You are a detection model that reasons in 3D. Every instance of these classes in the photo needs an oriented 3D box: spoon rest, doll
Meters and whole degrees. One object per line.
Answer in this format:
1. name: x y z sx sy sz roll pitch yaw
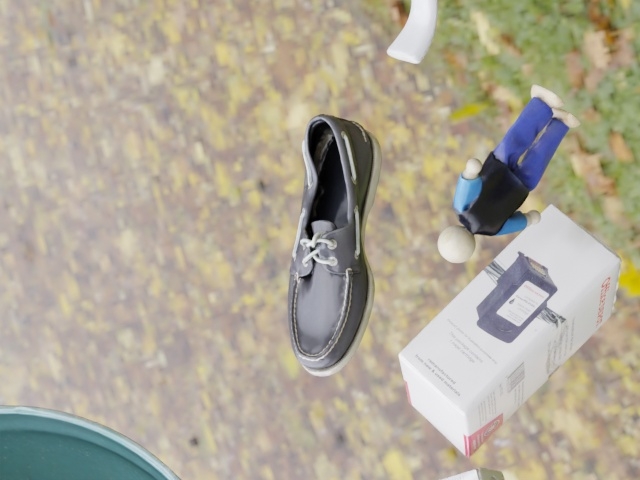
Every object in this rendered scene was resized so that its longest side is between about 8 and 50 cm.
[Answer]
1. spoon rest: 0.039 -0.306 1.580 0.137 0.084 0.276 25 161 51
2. doll: 0.182 -0.055 1.499 0.046 0.189 0.129 31 172 46

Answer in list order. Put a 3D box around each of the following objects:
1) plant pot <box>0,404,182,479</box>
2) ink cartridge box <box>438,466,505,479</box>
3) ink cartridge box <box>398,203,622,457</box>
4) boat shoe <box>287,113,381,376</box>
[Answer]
1. plant pot: -0.175 0.261 0.938 0.293 0.293 0.196 63 178 16
2. ink cartridge box: 0.132 0.297 1.673 0.135 0.099 0.056 -21 71 19
3. ink cartridge box: 0.204 0.099 1.636 0.100 0.237 0.172 42 168 21
4. boat shoe: 0.000 0.000 1.182 0.075 0.065 0.206 -2 71 31
